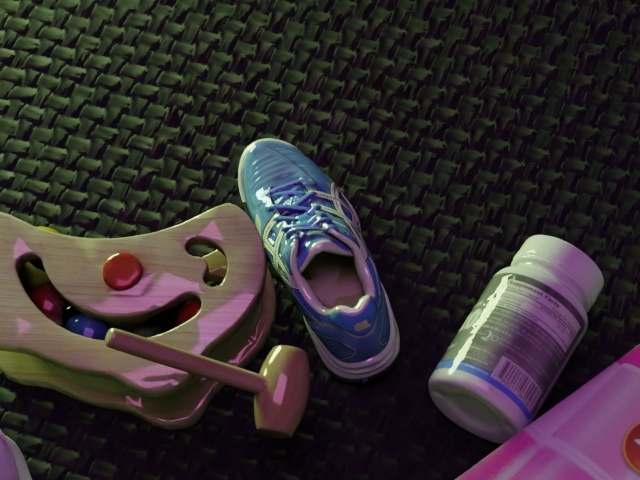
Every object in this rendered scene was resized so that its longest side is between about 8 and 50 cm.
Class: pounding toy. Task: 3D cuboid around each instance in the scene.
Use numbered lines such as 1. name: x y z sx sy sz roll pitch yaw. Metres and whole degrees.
1. pounding toy: -0.120 0.031 1.356 0.269 0.155 0.154 16 66 13

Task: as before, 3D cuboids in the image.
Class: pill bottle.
1. pill bottle: 0.140 0.068 1.362 0.078 0.078 0.137 26 64 18

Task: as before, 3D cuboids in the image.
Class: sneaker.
1. sneaker: 0.000 0.000 1.410 0.080 0.081 0.211 -26 60 -9

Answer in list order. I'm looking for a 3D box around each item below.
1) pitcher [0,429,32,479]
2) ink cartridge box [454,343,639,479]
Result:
1. pitcher: -0.292 0.175 1.272 0.207 0.177 0.125 -31 48 -14
2. ink cartridge box: 0.237 0.168 1.308 0.371 0.069 0.176 -33 63 -17
